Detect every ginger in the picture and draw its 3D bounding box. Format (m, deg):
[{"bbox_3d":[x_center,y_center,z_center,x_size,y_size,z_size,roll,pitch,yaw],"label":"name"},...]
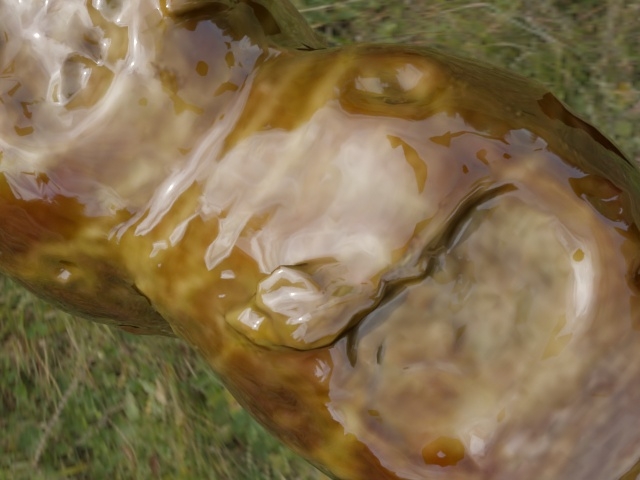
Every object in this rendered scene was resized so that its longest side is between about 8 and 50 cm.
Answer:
[{"bbox_3d":[0.008,0.006,0.619,0.357,0.274,0.152,30,82,9],"label":"ginger"}]
